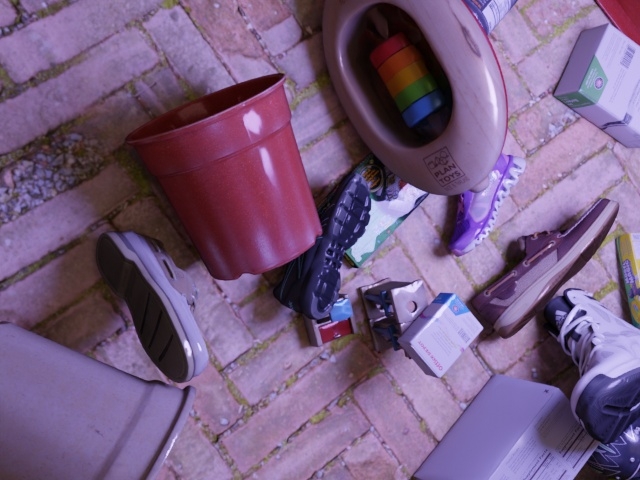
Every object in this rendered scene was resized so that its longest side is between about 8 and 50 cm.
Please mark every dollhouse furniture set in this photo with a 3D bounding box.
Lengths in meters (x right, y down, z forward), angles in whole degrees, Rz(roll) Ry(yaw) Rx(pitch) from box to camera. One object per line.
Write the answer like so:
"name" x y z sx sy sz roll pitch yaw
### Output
"dollhouse furniture set" 0.086 0.154 1.715 0.184 0.129 0.129 -17 96 -23

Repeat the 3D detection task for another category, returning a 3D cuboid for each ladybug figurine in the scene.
"ladybug figurine" 0.179 -0.286 1.684 0.162 0.305 0.449 -26 89 -46

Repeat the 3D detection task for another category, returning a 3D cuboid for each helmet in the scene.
"helmet" 0.582 0.387 1.899 0.161 0.169 0.169 7 87 -36

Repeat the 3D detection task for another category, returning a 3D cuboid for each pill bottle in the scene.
"pill bottle" 0.284 -0.448 1.805 0.130 0.130 0.245 45 73 -16

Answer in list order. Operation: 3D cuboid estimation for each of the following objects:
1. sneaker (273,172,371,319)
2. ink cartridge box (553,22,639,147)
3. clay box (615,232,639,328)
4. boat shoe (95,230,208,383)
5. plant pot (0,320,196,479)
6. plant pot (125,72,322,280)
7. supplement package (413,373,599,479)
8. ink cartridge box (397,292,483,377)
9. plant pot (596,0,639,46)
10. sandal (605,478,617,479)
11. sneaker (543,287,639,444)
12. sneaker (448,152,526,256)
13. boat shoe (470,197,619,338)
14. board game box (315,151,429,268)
"sneaker" 0.000 0.000 1.675 0.101 0.106 0.267 40 70 -50
"ink cartridge box" 0.602 -0.306 1.958 0.219 0.092 0.160 30 79 -20
"clay box" 0.686 0.094 1.986 0.127 0.053 0.222 -2 77 -23
"boat shoe" -0.241 0.090 1.514 0.103 0.113 0.302 -7 47 -39
"plant pot" -0.399 0.284 1.432 0.305 0.334 0.334 33 77 -8
"plant pot" -0.134 -0.095 1.568 0.272 0.272 0.265 -29 108 -21
"supplement package" 0.338 0.397 1.779 0.262 0.204 0.145 -47 107 -16
"ink cartridge box" 0.205 0.162 1.668 0.122 0.052 0.088 -46 107 -19
"plant pot" 0.769 -0.508 1.954 0.267 0.267 0.235 47 62 -16
"sandal" 0.655 0.529 1.974 0.317 0.126 0.138 -8 128 -29
"sneaker" 0.488 0.219 1.791 0.447 0.257 0.169 -2 122 -58
"sneaker" 0.289 -0.081 1.831 0.104 0.095 0.236 34 72 -12
"boat shoe" 0.426 0.030 1.860 0.342 0.123 0.123 -46 68 -3
"board game box" 0.109 -0.086 1.784 0.260 0.030 0.136 -45 108 -17
